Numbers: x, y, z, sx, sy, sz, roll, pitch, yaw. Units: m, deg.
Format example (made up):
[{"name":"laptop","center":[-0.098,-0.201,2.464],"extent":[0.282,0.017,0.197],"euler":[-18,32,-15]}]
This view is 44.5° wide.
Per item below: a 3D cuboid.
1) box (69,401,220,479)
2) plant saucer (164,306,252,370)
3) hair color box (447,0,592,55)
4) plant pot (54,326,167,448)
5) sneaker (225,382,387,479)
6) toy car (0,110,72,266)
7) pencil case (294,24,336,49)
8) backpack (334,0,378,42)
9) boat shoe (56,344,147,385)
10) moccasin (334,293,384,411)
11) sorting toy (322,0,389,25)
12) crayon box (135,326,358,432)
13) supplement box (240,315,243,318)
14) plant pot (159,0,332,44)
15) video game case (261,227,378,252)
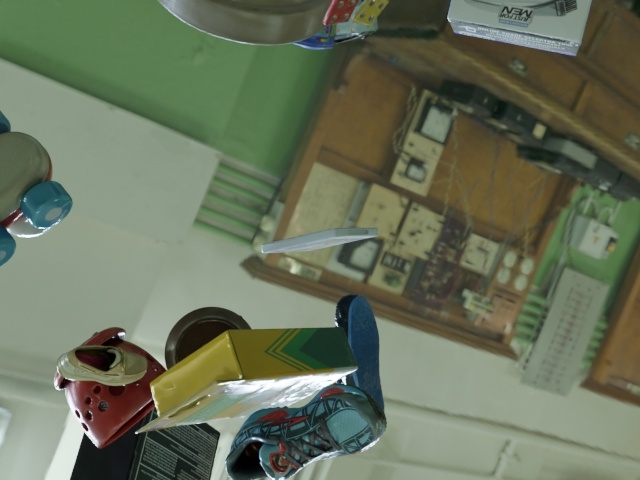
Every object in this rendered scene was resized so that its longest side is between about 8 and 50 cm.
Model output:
[{"name":"box","center":[-0.401,0.529,1.785],"extent":[0.183,0.294,0.296],"euler":[-10,142,24]},{"name":"plant saucer","center":[-0.195,0.204,1.408],"extent":[0.168,0.168,0.029],"euler":[22,176,-9]},{"name":"hair color box","center":[0.308,-0.445,1.080],"extent":[0.185,0.338,0.110],"euler":[15,-174,14]},{"name":"plant pot","center":[-0.409,0.280,1.528],"extent":[0.174,0.191,0.191],"euler":[45,-175,6]},{"name":"sneaker","center":[-0.025,0.285,1.076],"extent":[0.104,0.262,0.125],"euler":[59,-145,-7]},{"name":"toy car","center":[-0.516,-0.056,1.299],"extent":[0.219,0.210,0.238],"euler":[46,168,16]},{"name":"pencil case","center":[-0.015,-0.582,1.735],"extent":[0.133,0.306,0.119],"euler":[15,-159,20]},{"name":"backpack","center":[0.068,-0.637,2.232],"extent":[0.188,0.144,0.166],"euler":[7,-161,24]},{"name":"boat shoe","center":[-0.368,0.213,1.361],"extent":[0.170,0.059,0.063],"euler":[9,-128,-45]},{"name":"moccasin","center":[0.056,0.279,1.723],"extent":[0.117,0.342,0.138],"euler":[8,-159,34]},{"name":"sorting toy","center":[0.080,-0.407,1.057],"extent":[0.132,0.274,0.046],"euler":[-22,-115,-35]},{"name":"crayon box","center":[-0.119,0.217,1.250],"extent":[0.323,0.203,0.083],"euler":[6,-123,-51]},{"name":"supplement box","center":[-0.227,0.226,1.646],"extent":[0.188,0.104,0.080],"euler":[-14,114,51]},{"name":"plant pot","center":[-0.097,-0.516,1.228],"extent":[0.323,0.323,0.280],"euler":[22,138,-1]},{"name":"video game case","center":[0.000,0.000,1.752],"extent":[0.201,0.023,0.183],"euler":[-12,174,33]}]
